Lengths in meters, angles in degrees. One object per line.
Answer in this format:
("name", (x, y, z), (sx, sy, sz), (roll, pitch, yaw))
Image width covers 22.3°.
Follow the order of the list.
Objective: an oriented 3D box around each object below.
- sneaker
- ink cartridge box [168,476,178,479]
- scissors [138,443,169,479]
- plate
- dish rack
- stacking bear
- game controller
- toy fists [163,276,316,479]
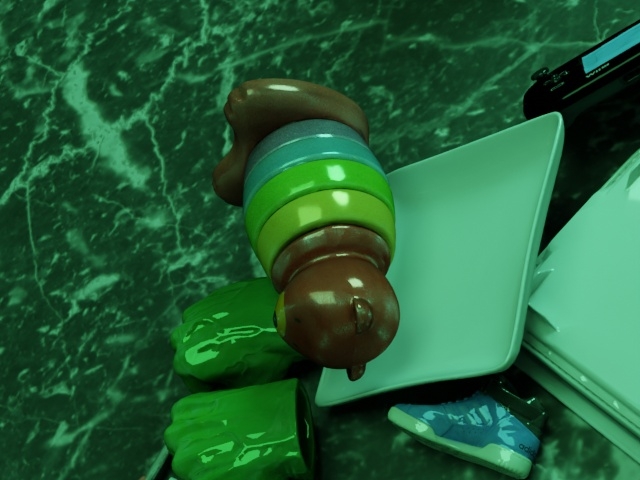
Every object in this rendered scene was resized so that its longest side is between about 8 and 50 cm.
("sneaker", (0.141, 0.161, 1.527), (0.152, 0.058, 0.084), (16, 74, 34))
("ink cartridge box", (-0.127, 0.359, 1.569), (0.208, 0.045, 0.206), (21, 72, 42))
("scissors", (-0.196, 0.269, 1.685), (0.109, 0.021, 0.297), (-46, 14, 51))
("plate", (0.125, 0.030, 1.593), (0.277, 0.045, 0.278), (-20, 47, 49))
("dish rack", (0.332, 0.054, 1.476), (0.285, 0.072, 0.333), (-47, 46, -4))
("stacking bear", (0.000, 0.000, 1.612), (0.164, 0.175, 0.289), (-2, 49, -15))
("game controller", (0.342, -0.206, 1.606), (0.319, 0.166, 0.067), (-31, 91, 14))
("toy fists", (-0.080, 0.152, 1.643), (0.142, 0.096, 0.279), (-12, 45, 11))
